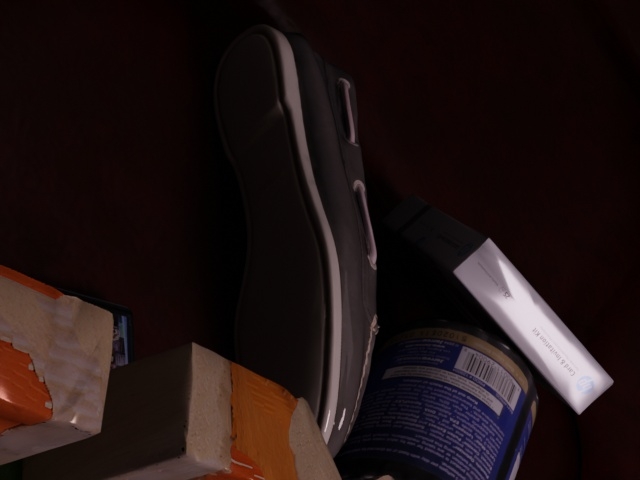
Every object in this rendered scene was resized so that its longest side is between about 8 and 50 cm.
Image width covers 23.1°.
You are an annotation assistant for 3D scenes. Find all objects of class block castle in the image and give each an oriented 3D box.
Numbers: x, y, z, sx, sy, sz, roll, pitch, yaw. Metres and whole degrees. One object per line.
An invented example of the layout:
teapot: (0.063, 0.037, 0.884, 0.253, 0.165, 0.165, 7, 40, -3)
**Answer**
block castle: (-0.151, 0.200, 0.656, 0.453, 0.213, 0.303, 29, 50, -47)

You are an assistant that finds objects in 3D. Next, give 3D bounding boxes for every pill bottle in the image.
pill bottle: (0.061, 0.162, 1.029, 0.123, 0.123, 0.219, 48, 40, -16)

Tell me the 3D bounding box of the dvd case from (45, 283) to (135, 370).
dvd case: (-0.204, 0.094, 0.857, 0.253, 0.022, 0.180, 19, 55, -40)

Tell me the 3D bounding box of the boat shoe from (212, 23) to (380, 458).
boat shoe: (0.000, 0.000, 1.067, 0.095, 0.112, 0.335, 16, 54, -37)

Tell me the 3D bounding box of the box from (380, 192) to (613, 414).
box: (0.125, 0.042, 1.147, 0.145, 0.038, 0.186, 48, -3, -18)
